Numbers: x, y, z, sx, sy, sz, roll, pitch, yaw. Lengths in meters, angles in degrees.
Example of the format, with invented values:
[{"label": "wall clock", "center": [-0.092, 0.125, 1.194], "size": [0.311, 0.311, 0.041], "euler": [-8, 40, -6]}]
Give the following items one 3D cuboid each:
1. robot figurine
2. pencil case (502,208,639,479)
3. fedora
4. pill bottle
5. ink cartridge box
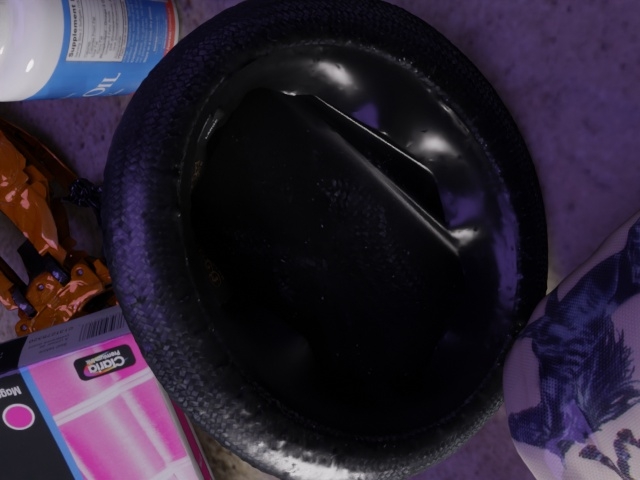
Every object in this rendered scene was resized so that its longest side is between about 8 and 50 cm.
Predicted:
[{"label": "robot figurine", "center": [-0.298, -0.001, 0.758], "size": [0.211, 0.085, 0.291], "euler": [-44, 77, -2]}, {"label": "pencil case", "center": [0.273, 0.011, 0.415], "size": [0.183, 0.160, 0.410], "euler": [24, 123, -24]}, {"label": "fedora", "center": [0.000, 0.000, 0.554], "size": [0.152, 0.334, 0.334], "euler": [7, 108, 65]}, {"label": "pill bottle", "center": [-0.227, -0.174, 0.621], "size": [0.124, 0.221, 0.124], "euler": [7, 105, 28]}, {"label": "ink cartridge box", "center": [-0.178, 0.242, 0.677], "size": [0.175, 0.069, 0.371], "euler": [-18, 115, -2]}]
